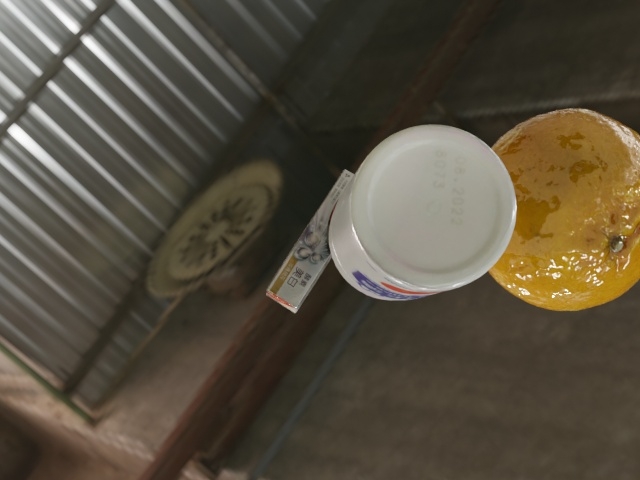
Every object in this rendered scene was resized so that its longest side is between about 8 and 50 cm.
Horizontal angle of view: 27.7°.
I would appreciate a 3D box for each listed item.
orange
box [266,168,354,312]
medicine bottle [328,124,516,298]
[{"bbox_3d":[0.268,-0.033,1.400,0.219,0.219,0.193,-50,-170,-12],"label":"orange"},{"bbox_3d":[0.000,0.000,1.872,0.218,0.055,0.039,-56,176,-13],"label":"box"},{"bbox_3d":[0.076,-0.013,1.143,0.130,0.130,0.341,-47,180,-5],"label":"medicine bottle"}]
